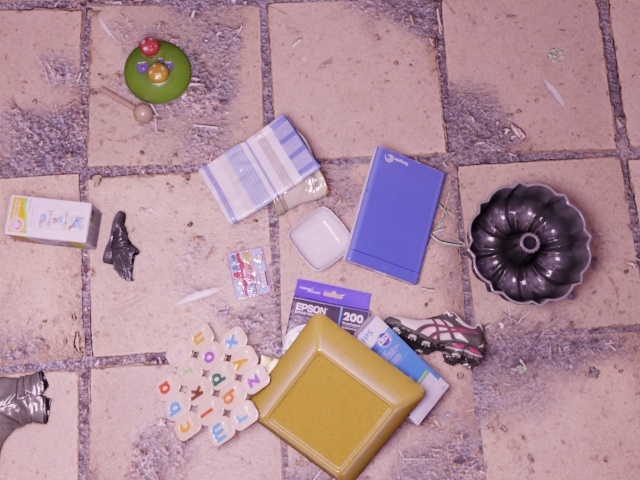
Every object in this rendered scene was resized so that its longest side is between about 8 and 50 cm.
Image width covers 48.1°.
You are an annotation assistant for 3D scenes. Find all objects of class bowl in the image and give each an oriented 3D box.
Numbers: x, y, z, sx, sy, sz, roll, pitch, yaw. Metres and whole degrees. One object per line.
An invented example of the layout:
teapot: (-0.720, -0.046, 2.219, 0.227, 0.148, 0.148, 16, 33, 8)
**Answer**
bowl: (0.000, 0.000, 1.893, 0.142, 0.053, 0.142, -37, 82, -10)

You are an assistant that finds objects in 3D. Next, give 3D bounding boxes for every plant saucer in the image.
plant saucer: (0.025, 0.400, 1.723, 0.332, 0.081, 0.333, 36, 104, 0)

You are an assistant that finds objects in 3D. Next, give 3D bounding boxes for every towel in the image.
towel: (-0.164, -0.188, 1.877, 0.285, 0.034, 0.209, -32, 63, 2)

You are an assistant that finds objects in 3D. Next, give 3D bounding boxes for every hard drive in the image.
hard drive: (0.199, -0.065, 1.901, 0.210, 0.040, 0.319, 20, 77, -17)

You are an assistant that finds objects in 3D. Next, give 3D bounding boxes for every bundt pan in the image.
bundt pan: (0.532, 0.016, 1.891, 0.331, 0.124, 0.331, 1, 79, -4)

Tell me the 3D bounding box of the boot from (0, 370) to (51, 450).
boot: (-0.742, 0.443, 1.738, 0.161, 0.083, 0.246, -1, 80, -10)

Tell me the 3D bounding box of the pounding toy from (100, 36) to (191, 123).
pounding toy: (-0.462, -0.453, 1.926, 0.183, 0.110, 0.237, 39, 78, 5)

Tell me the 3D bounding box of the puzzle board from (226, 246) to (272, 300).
puzzle board: (-0.187, 0.086, 1.883, 0.096, 0.011, 0.128, -12, 80, -6)

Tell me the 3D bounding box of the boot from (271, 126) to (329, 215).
boot: (-0.090, -0.186, 1.916, 0.165, 0.077, 0.213, -24, 81, -6)

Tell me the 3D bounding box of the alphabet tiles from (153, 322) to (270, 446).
alphabet tiles: (-0.269, 0.353, 1.768, 0.278, 0.021, 0.284, -36, 69, 6)

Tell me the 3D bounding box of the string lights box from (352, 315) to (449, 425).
string lights box: (0.181, 0.325, 1.799, 0.259, 0.077, 0.133, 45, 74, -5)

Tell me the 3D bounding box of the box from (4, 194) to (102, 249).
box: (-0.677, -0.044, 1.823, 0.203, 0.114, 0.103, 6, 79, -2)

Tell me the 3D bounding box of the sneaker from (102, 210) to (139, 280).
sneaker: (-0.506, 0.015, 1.858, 0.089, 0.051, 0.170, 15, 82, -1)

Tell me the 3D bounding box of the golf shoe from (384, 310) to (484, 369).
golf shoe: (0.293, 0.238, 1.853, 0.273, 0.105, 0.120, 20, 61, -5)

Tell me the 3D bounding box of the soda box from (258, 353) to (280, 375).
soda box: (-0.071, 0.337, 1.813, 0.181, 0.061, 0.058, 15, 78, 0)

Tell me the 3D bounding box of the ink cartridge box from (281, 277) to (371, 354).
ink cartridge box: (0.019, 0.213, 1.855, 0.206, 0.045, 0.208, 11, 76, -2)
